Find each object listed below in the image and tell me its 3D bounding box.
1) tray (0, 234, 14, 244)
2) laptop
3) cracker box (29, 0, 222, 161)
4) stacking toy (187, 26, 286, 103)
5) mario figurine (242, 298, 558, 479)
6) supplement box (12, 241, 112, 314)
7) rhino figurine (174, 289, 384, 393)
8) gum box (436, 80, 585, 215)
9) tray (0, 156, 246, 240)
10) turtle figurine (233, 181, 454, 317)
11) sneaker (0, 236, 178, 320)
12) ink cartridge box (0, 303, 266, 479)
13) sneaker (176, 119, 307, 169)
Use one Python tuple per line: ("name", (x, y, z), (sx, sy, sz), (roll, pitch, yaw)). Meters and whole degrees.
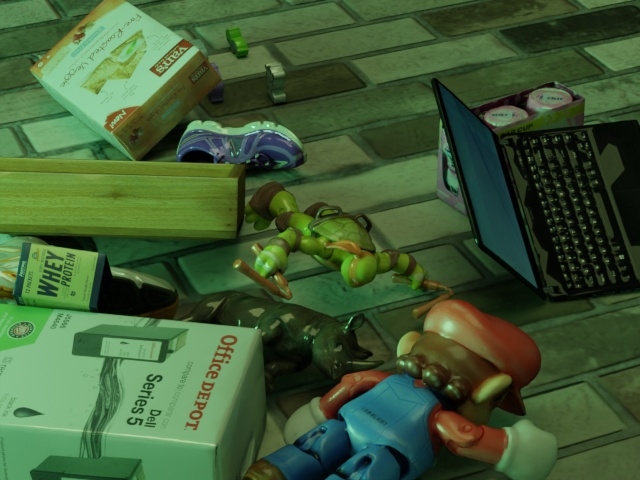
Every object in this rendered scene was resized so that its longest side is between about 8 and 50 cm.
("tray", (-0.446, 0.057, 1.919), (0.270, 0.030, 0.145), (-20, 37, -29))
("laptop", (0.266, -0.066, 1.927), (0.264, 0.136, 0.234), (-7, 56, -8))
("cracker box", (-0.254, -0.214, 2.267), (0.156, 0.067, 0.232), (-45, 45, -9))
("stacking toy", (-0.158, -0.235, 2.377), (0.167, 0.052, 0.221), (-11, 32, -17))
("mario figurine", (0.087, 0.192, 1.631), (0.320, 0.170, 0.198), (-35, 80, -28))
("supplement box", (-0.254, 0.044, 1.739), (0.083, 0.083, 0.056), (8, 73, 0))
("rhino figurine", (-0.039, 0.101, 1.767), (0.243, 0.073, 0.106), (8, 31, 34))
("gum box", (0.224, -0.110, 2.101), (0.188, 0.107, 0.062), (-20, 36, -28))
("tray", (-0.293, -0.049, 1.970), (0.411, 0.076, 0.203), (1, 7, 0))
("turtle figurine", (0.000, 0.000, 1.895), (0.269, 0.087, 0.217), (5, 18, -29))
("sneaker", (-0.281, 0.039, 1.856), (0.262, 0.099, 0.121), (5, 35, -7))
("ink cartridge box", (-0.201, 0.166, 1.646), (0.273, 0.114, 0.198), (4, 31, 9))
("sneaker", (-0.098, -0.101, 2.160), (0.170, 0.068, 0.071), (2, 45, 22))
